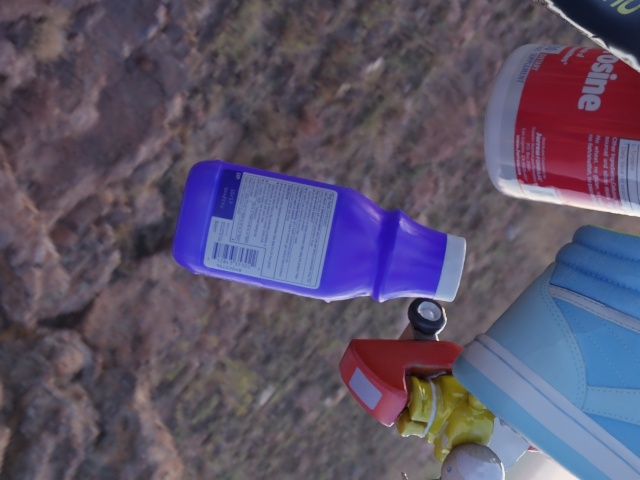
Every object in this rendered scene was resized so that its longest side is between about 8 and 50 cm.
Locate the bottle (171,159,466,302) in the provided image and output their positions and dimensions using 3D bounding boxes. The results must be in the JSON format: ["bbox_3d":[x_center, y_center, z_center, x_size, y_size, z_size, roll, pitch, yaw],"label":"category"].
[{"bbox_3d":[0.000,0.000,1.129,0.092,0.283,0.118,94,7,-88],"label":"bottle"}]

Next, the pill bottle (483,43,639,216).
[{"bbox_3d":[0.453,-0.145,1.570,0.229,0.407,0.229,-25,120,-54],"label":"pill bottle"}]

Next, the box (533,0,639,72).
[{"bbox_3d":[0.135,-0.272,0.683,0.097,0.318,0.395,-33,149,31],"label":"box"}]

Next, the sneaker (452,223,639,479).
[{"bbox_3d":[0.276,0.110,0.804,0.208,0.319,0.127,-54,180,-2],"label":"sneaker"}]

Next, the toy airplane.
[{"bbox_3d":[0.252,0.275,1.625,0.386,0.384,0.272,61,31,-31],"label":"toy airplane"}]
